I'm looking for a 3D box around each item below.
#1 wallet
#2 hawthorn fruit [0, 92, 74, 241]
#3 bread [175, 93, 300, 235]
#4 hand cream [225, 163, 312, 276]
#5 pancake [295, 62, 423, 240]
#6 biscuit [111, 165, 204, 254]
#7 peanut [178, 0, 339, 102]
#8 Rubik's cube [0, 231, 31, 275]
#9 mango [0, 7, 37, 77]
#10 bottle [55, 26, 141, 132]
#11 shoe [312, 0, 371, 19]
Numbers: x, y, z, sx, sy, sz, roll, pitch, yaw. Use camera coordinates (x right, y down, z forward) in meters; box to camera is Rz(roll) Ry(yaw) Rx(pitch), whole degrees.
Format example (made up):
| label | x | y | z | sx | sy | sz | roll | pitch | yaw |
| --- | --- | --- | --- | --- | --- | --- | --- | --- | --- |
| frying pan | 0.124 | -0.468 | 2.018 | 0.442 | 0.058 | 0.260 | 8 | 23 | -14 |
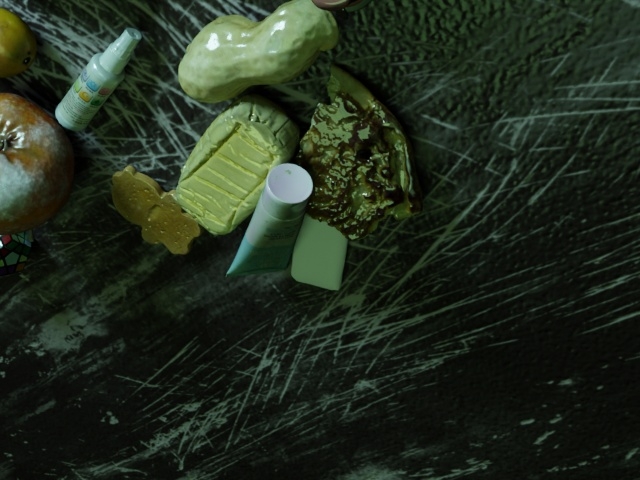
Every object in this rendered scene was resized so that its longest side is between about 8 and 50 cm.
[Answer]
| label | x | y | z | sx | sy | sz | roll | pitch | yaw |
| --- | --- | --- | --- | --- | --- | --- | --- | --- | --- |
| wallet | 0.000 | 0.000 | 1.314 | 0.095 | 0.033 | 0.190 | 12 | 128 | 9 |
| hawthorn fruit | -0.536 | -0.126 | 1.297 | 0.231 | 0.235 | 0.263 | 10 | 176 | -37 |
| bread | -0.130 | -0.121 | 1.228 | 0.140 | 0.106 | 0.236 | 37 | 127 | -11 |
| hand cream | -0.080 | -0.008 | 1.240 | 0.111 | 0.070 | 0.312 | -8 | 154 | -17 |
| pancake | 0.069 | -0.116 | 1.188 | 0.212 | 0.056 | 0.257 | 19 | 122 | 0 |
| biscuit | -0.292 | -0.050 | 1.386 | 0.184 | 0.027 | 0.133 | 27 | 129 | 2 |
| peanut | -0.094 | -0.269 | 1.111 | 0.263 | 0.101 | 0.117 | -8 | 121 | 27 |
| Rubik's cube | -0.619 | 0.012 | 1.493 | 0.133 | 0.133 | 0.112 | 23 | 155 | 3 |
| mango | -0.528 | -0.314 | 1.248 | 0.163 | 0.089 | 0.111 | -2 | 112 | 32 |
| bottle | -0.349 | -0.257 | 1.240 | 0.060 | 0.060 | 0.217 | 43 | 128 | -12 |
| shoe | 0.015 | -0.410 | 0.953 | 0.114 | 0.137 | 0.291 | 6 | 125 | 15 |
